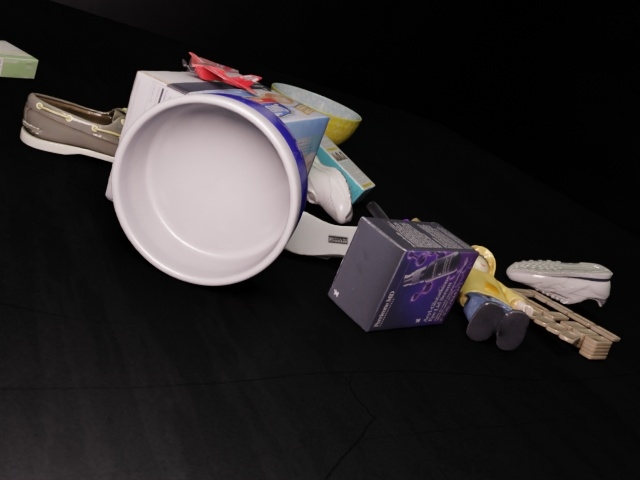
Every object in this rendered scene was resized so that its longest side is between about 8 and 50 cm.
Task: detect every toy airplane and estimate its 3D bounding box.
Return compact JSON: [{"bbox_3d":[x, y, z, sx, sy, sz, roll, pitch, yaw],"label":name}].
[{"bbox_3d":[-0.168,-0.282,1.035,0.151,0.028,0.151,19,22,-8],"label":"toy airplane"}]

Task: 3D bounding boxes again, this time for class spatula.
[{"bbox_3d":[0.154,-0.040,1.406,0.030,0.084,0.296,60,0,-22],"label":"spatula"}]

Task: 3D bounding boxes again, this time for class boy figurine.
[{"bbox_3d":[0.322,0.101,1.165,0.177,0.092,0.285,19,24,-2],"label":"boy figurine"}]

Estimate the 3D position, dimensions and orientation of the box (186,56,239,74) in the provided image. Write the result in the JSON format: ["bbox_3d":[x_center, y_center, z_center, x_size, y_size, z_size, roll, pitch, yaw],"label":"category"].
[{"bbox_3d":[-0.318,-0.418,1.728,0.154,0.142,0.300,15,21,-17],"label":"box"}]

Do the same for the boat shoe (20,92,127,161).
[{"bbox_3d":[-0.405,-0.208,1.162,0.304,0.091,0.109,7,27,-25],"label":"boat shoe"}]

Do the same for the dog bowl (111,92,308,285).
[{"bbox_3d":[-0.152,-0.076,0.866,0.264,0.265,0.104,23,19,2],"label":"dog bowl"}]

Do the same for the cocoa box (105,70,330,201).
[{"bbox_3d":[-0.168,-0.157,1.100,0.227,0.232,0.347,26,21,12],"label":"cocoa box"}]

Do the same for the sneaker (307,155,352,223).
[{"bbox_3d":[-0.032,-0.134,1.398,0.129,0.111,0.297,-26,54,-23],"label":"sneaker"}]

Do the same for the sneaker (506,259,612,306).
[{"bbox_3d":[0.556,0.102,1.421,0.234,0.095,0.090,6,22,13],"label":"sneaker"}]

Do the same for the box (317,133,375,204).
[{"bbox_3d":[0.023,-0.198,1.537,0.244,0.060,0.100,46,24,7],"label":"box"}]

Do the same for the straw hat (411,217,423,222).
[{"bbox_3d":[0.226,-0.018,1.403,0.144,0.061,0.144,20,20,-8],"label":"straw hat"}]

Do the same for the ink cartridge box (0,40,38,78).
[{"bbox_3d":[-0.822,-0.454,1.432,0.235,0.056,0.171,30,22,16],"label":"ink cartridge box"}]

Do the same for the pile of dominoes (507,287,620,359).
[{"bbox_3d":[0.475,0.168,1.263,0.195,0.040,0.251,7,17,-34],"label":"pile of dominoes"}]

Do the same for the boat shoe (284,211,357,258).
[{"bbox_3d":[0.000,0.000,1.127,0.219,0.078,0.070,12,-12,-17],"label":"boat shoe"}]

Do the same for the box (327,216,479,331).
[{"bbox_3d":[0.138,0.055,1.002,0.207,0.153,0.108,0,30,-43],"label":"box"}]

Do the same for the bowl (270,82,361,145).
[{"bbox_3d":[-0.037,-0.347,1.820,0.289,0.156,0.289,20,20,-8],"label":"bowl"}]
